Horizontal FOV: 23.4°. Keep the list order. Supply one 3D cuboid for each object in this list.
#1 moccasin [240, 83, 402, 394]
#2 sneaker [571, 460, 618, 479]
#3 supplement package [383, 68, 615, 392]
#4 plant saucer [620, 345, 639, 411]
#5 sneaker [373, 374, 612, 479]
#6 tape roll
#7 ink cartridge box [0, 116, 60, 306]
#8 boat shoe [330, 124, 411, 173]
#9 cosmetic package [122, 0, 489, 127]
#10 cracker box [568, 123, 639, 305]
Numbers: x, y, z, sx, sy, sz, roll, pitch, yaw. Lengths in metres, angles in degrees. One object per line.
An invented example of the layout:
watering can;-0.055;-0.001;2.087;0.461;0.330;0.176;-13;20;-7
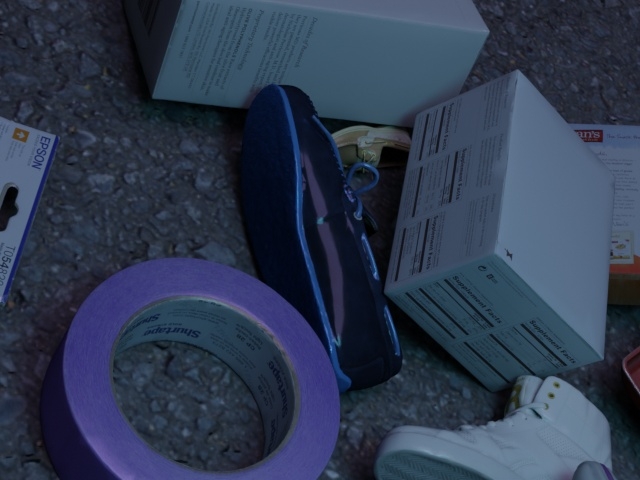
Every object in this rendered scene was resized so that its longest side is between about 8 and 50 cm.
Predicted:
moccasin;0.000;0.000;1.637;0.116;0.137;0.342;-1;72;-32
sneaker;0.248;0.356;1.450;0.152;0.114;0.305;-13;61;18
supplement package;0.201;-0.009;1.668;0.204;0.145;0.262;42;44;-32
plant saucer;0.467;0.197;1.748;0.258;0.047;0.259;-29;84;-38
sneaker;0.181;0.208;1.588;0.292;0.108;0.169;23;48;-24
tape roll;-0.123;0.154;1.474;0.274;0.090;0.275;14;52;-19
ink cartridge box;-0.390;-0.051;1.511;0.224;0.045;0.223;22;51;-13
boat shoe;0.054;-0.102;1.768;0.135;0.050;0.045;-12;59;-33
cosmetic package;-0.020;-0.254;1.751;0.365;0.155;0.197;2;42;-25
cracker box;0.360;-0.033;1.824;0.155;0.067;0.232;3;52;10
